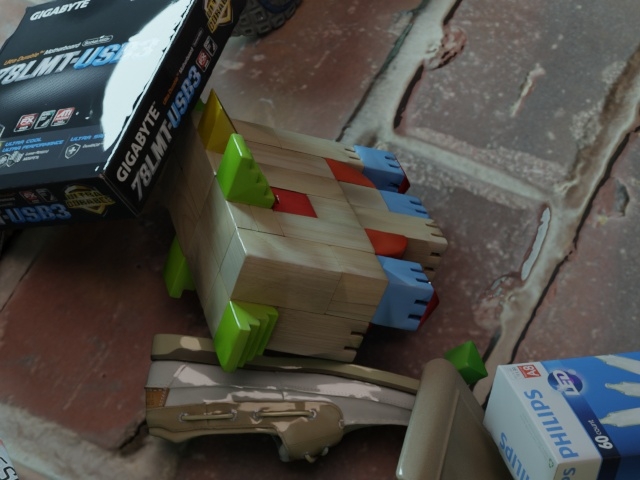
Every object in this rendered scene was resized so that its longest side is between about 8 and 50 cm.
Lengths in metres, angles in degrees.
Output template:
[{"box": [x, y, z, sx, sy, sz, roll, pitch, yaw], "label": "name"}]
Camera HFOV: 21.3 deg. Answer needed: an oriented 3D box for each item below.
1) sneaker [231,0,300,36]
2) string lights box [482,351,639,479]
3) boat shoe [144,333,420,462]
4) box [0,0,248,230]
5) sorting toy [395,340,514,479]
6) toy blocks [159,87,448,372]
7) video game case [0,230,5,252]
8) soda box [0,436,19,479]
[{"box": [-0.068, -0.345, 2.009, 0.129, 0.111, 0.297, 19, 52, 31], "label": "sneaker"}, {"box": [0.292, 0.169, 1.524, 0.260, 0.076, 0.133, -4, 38, -21], "label": "string lights box"}, {"box": [-0.020, 0.164, 1.648, 0.302, 0.113, 0.103, 9, 81, -1], "label": "boat shoe"}, {"box": [-0.250, -0.144, 1.754, 0.295, 0.073, 0.293, -4, 50, 38], "label": "box"}, {"box": [0.132, 0.230, 1.533, 0.047, 0.196, 0.347, -27, 22, 27], "label": "sorting toy"}, {"box": [0.000, 0.000, 1.695, 0.261, 0.190, 0.381, 11, 28, -23], "label": "toy blocks"}, {"box": [-0.437, -0.024, 1.813, 0.204, 0.025, 0.285, 2, 56, 1], "label": "video game case"}, {"box": [-0.310, 0.243, 1.606, 0.058, 0.063, 0.183, -22, 58, -15], "label": "soda box"}]
